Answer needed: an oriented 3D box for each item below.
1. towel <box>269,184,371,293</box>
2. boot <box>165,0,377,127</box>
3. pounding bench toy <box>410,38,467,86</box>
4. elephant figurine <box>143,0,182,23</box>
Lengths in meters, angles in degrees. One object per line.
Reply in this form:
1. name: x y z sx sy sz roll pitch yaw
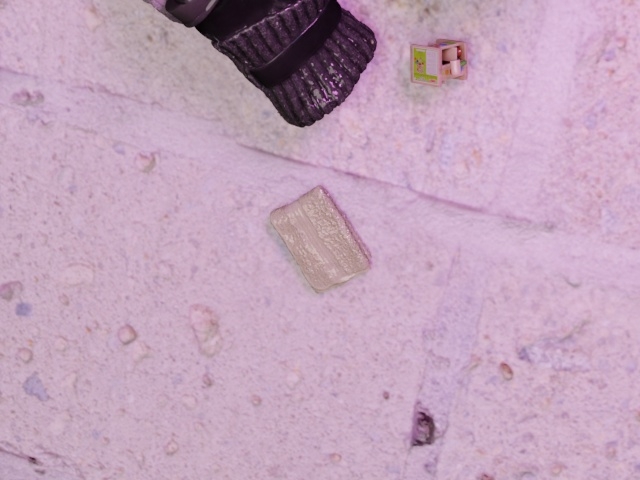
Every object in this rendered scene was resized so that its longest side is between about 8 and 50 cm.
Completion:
1. towel: 0.000 0.000 1.757 0.110 0.027 0.148 -29 98 23
2. boot: -0.004 -0.343 1.551 0.260 0.131 0.348 37 106 -25
3. pounding bench toy: 0.172 -0.236 1.586 0.083 0.065 0.052 18 118 45
4. elephant figurine: -0.195 -0.368 1.613 0.186 0.169 0.239 9 107 9
